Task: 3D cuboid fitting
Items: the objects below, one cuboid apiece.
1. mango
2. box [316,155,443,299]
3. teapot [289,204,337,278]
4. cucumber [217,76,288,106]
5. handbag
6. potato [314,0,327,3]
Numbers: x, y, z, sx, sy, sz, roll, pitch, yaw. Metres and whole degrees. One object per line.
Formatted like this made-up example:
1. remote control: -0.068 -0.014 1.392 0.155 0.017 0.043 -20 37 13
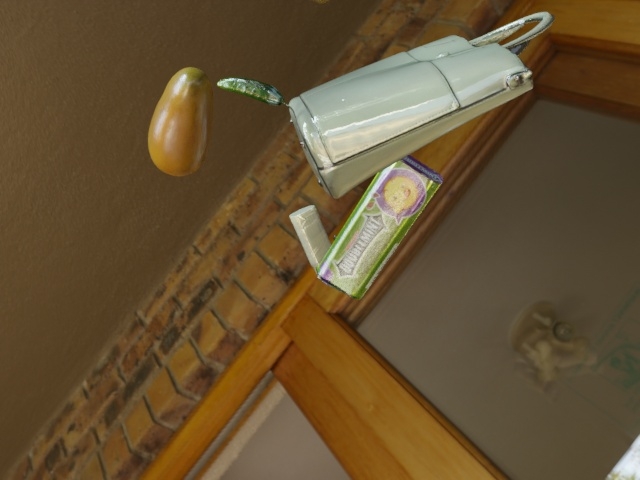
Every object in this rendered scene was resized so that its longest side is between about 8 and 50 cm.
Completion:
1. mango: -0.191 -0.166 0.839 0.084 0.102 0.184 19 -41 -3
2. box: 0.126 -0.029 1.371 0.134 0.097 0.345 33 -65 -1
3. teapot: 0.000 0.000 1.701 0.107 0.077 0.200 -27 -78 -17
4. cucumber: -0.134 -0.305 1.223 0.039 0.168 0.039 -54 -25 -39
5. handbag: 0.123 -0.166 0.701 0.315 0.241 0.109 -23 -66 2
6. potato: 0.004 -0.590 1.370 0.091 0.070 0.138 0 -27 -14
